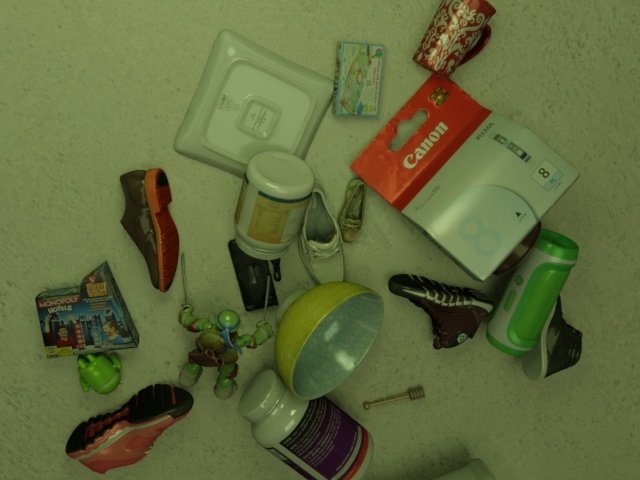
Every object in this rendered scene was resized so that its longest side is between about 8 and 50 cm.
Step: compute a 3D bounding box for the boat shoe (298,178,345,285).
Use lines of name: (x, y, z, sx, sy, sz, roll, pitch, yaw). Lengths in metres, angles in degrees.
boat shoe: (0.000, 0.000, 1.452, 0.098, 0.096, 0.277, -20, 114, -8)

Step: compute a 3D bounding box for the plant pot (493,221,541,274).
plant pot: (0.390, -0.033, 1.502, 0.165, 0.167, 0.167, 34, 97, -11)

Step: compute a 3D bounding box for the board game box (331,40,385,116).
board game box: (0.081, -0.346, 1.392, 0.103, 0.026, 0.154, -2, 107, -24)

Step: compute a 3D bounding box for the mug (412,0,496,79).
mug: (0.293, -0.429, 1.379, 0.150, 0.113, 0.169, 27, 103, -16)

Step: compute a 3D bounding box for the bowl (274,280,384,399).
bowl: (-0.008, 0.197, 1.464, 0.289, 0.156, 0.289, -32, 140, -31)

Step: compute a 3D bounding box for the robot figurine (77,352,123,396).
robot figurine: (-0.498, 0.298, 1.457, 0.101, 0.067, 0.115, -37, 111, -8)

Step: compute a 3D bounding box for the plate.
plate: (-0.135, -0.262, 1.374, 0.278, 0.045, 0.277, 22, 102, -17)

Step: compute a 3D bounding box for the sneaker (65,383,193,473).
sneaker: (-0.424, 0.444, 1.511, 0.314, 0.116, 0.136, -25, 121, 4)

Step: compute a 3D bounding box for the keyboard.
keyboard: (-0.140, 0.072, 1.488, 0.108, 0.023, 0.180, -13, 110, -1)

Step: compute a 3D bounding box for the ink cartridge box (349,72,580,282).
ink cartridge box: (0.302, -0.149, 1.389, 0.385, 0.091, 0.308, 42, 89, 5)

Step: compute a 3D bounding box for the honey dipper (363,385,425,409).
honey dipper: (0.188, 0.408, 1.657, 0.160, 0.030, 0.030, -14, 109, -5)

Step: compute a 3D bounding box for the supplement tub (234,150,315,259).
supplement tub: (-0.102, -0.072, 1.359, 0.144, 0.144, 0.200, 9, 130, -14)

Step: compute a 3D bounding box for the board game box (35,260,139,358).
board game box: (-0.508, 0.148, 1.413, 0.194, 0.060, 0.194, -6, 107, -10)

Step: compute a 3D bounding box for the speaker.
speaker: (0.500, 0.125, 1.540, 0.131, 0.131, 0.296, 11, 114, -15)

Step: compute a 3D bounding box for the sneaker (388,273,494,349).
sneaker: (0.276, 0.186, 1.569, 0.281, 0.106, 0.162, 14, 106, -16)

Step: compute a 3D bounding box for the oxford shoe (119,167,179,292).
oxford shoe: (-0.367, -0.019, 1.387, 0.098, 0.097, 0.271, -1, 104, 9)

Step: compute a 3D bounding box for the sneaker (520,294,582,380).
sneaker: (0.594, 0.203, 1.651, 0.147, 0.104, 0.296, -3, 98, -29)

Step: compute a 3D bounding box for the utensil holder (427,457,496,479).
utensil holder: (0.292, 0.781, 1.643, 0.385, 0.327, 0.327, -20, 110, -2)

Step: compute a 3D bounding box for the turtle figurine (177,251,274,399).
turtle figurine: (-0.218, 0.208, 1.462, 0.198, 0.275, 0.266, 0, 131, -29)

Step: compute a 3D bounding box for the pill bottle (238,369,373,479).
pill bottle: (-0.036, 0.450, 1.541, 0.181, 0.181, 0.323, -45, 110, 4)

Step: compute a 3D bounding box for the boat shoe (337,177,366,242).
boat shoe: (0.075, -0.064, 1.476, 0.056, 0.048, 0.153, 10, 104, -15)
